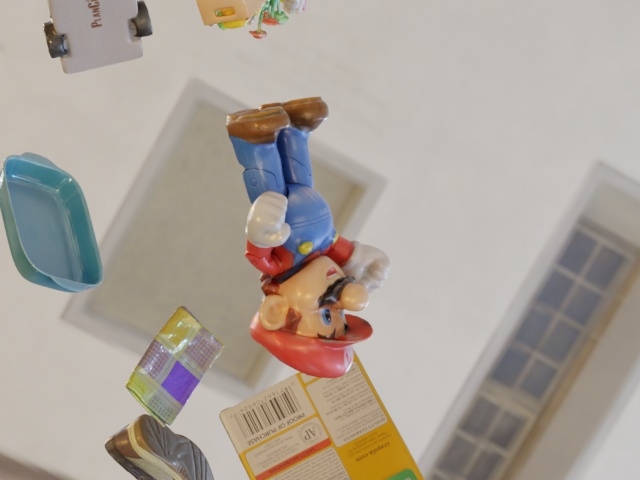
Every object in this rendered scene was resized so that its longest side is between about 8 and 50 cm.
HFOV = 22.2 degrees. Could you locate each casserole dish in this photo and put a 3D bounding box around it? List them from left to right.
[{"bbox_3d":[-0.303,-0.014,1.797,0.114,0.037,0.188,18,-137,-44],"label":"casserole dish"}]

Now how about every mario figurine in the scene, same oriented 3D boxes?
[{"bbox_3d":[0.000,0.000,1.842,0.198,0.321,0.170,-14,-169,-20],"label":"mario figurine"}]

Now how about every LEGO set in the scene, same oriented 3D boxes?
[{"bbox_3d":[-0.048,-0.204,1.201,0.132,0.107,0.287,1,-144,-14],"label":"LEGO set"}]

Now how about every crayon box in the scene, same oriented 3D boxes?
[{"bbox_3d":[0.027,0.326,2.141,0.323,0.203,0.083,61,176,28],"label":"crayon box"}]

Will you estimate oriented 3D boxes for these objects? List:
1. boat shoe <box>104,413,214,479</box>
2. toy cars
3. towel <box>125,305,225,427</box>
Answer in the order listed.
[{"bbox_3d":[-0.146,0.206,1.503,0.152,0.049,0.056,53,-155,-47],"label":"boat shoe"},{"bbox_3d":[-0.278,-0.265,1.417,0.393,0.176,0.087,21,-137,-49],"label":"toy cars"},{"bbox_3d":[-0.114,0.098,1.280,0.009,0.083,0.060,8,145,48],"label":"towel"}]
